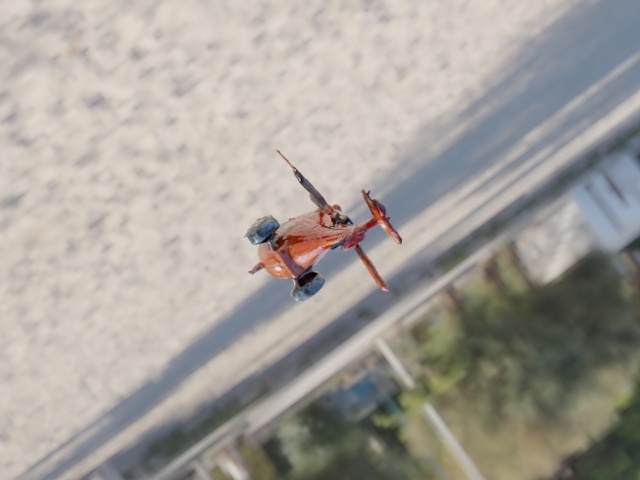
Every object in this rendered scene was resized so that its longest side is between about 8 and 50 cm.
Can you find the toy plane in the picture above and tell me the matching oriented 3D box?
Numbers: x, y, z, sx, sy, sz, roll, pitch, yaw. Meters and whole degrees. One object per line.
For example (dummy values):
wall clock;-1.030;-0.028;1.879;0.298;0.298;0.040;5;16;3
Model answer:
toy plane;0.005;0.006;1.226;0.077;0.126;0.194;-41;-150;-14
